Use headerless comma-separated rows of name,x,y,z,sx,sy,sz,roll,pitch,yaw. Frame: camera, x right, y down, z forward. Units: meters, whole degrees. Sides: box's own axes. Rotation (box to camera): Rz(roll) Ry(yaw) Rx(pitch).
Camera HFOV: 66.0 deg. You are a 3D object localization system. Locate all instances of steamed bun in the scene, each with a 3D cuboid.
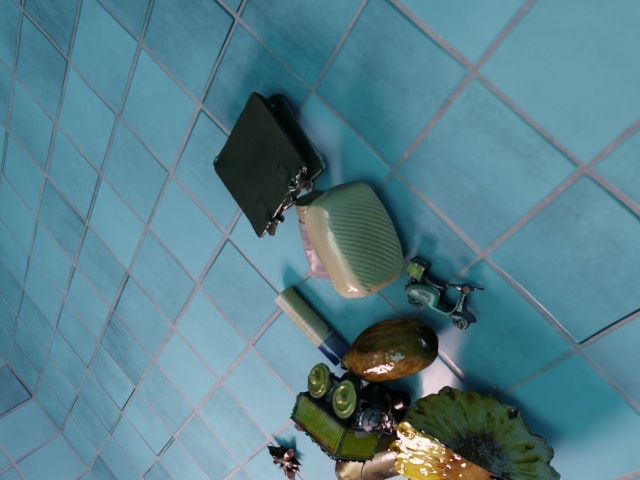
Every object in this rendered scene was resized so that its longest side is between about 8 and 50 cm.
steamed bun,0.060,0.002,1.056,0.152,0.170,0.239,-17,100,59

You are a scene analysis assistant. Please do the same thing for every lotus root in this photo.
lotus root,0.145,0.251,1.108,0.260,0.145,0.128,-29,85,38

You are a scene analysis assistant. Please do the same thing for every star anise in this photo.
star anise,-0.104,0.701,1.543,0.124,0.056,0.129,-13,102,38

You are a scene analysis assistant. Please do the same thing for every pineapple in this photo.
pineapple,0.309,0.461,1.077,0.344,0.209,0.286,26,135,12

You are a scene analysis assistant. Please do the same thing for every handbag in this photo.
handbag,-0.123,-0.168,1.115,0.247,0.079,0.260,-50,60,38

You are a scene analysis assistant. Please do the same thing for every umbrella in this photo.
umbrella,0.119,0.445,1.244,0.110,0.122,0.272,23,131,-28

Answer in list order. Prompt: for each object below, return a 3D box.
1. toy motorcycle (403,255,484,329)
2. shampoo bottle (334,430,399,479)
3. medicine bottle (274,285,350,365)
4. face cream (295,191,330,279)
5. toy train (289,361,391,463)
toy motorcycle,0.253,0.112,1.028,0.173,0.058,0.100,30,119,24
shampoo bottle,0.162,0.562,1.266,0.125,0.084,0.350,32,133,-19
medicine bottle,-0.021,0.220,1.270,0.231,0.059,0.059,46,129,10
face cream,0.000,0.000,1.168,0.114,0.070,0.224,5,125,35
toy train,0.050,0.402,1.166,0.261,0.134,0.177,13,84,57
